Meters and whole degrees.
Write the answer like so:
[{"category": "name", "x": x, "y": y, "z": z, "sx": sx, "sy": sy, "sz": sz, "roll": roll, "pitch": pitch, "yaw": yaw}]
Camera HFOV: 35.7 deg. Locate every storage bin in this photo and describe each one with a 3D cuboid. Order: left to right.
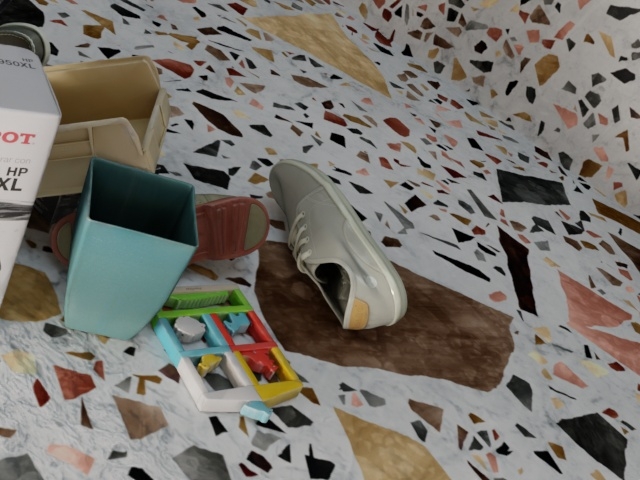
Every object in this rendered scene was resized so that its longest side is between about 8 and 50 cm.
[{"category": "storage bin", "x": -0.395, "y": -0.190, "z": 1.634, "sx": 0.261, "sy": 0.123, "sz": 0.262, "roll": -7, "pitch": 31, "yaw": 3}]

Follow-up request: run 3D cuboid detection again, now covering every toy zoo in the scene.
[{"category": "toy zoo", "x": -0.154, "y": 0.183, "z": 1.623, "sx": 0.192, "sy": 0.030, "sz": 0.293, "roll": -2, "pitch": 42, "yaw": -40}]

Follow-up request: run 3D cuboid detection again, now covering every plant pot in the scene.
[{"category": "plant pot", "x": -0.309, "y": 0.029, "z": 1.530, "sx": 0.166, "sy": 0.234, "sz": 0.165, "roll": 16, "pitch": 32, "yaw": -21}]

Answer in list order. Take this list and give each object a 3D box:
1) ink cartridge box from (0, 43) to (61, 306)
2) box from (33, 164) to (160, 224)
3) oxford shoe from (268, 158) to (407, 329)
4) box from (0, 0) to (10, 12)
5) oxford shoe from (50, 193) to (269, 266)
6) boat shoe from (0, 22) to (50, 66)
[{"category": "ink cartridge box", "x": -0.548, "y": -0.070, "z": 1.333, "sx": 0.286, "sy": 0.394, "sz": 0.166, "roll": 3, "pitch": 38, "yaw": -35}, {"category": "box", "x": -0.490, "y": -0.173, "z": 1.840, "sx": 0.307, "sy": 0.076, "sz": 0.242, "roll": 41, "pitch": 34, "yaw": 21}, {"category": "oxford shoe", "x": 0.000, "y": 0.000, "z": 1.910, "sx": 0.130, "sy": 0.169, "sz": 0.449, "roll": -18, "pitch": 51, "yaw": -23}, {"category": "box", "x": -0.748, "y": -0.495, "z": 1.820, "sx": 0.294, "sy": 0.296, "sz": 0.182, "roll": 13, "pitch": 55, "yaw": -44}, {"category": "oxford shoe", "x": -0.292, "y": -0.013, "z": 1.751, "sx": 0.397, "sy": 0.140, "sz": 0.146, "roll": -3, "pitch": 11, "yaw": -34}, {"category": "boat shoe", "x": -0.628, "y": -0.325, "z": 1.808, "sx": 0.305, "sy": 0.109, "sz": 0.091, "roll": -6, "pitch": 13, "yaw": 27}]
